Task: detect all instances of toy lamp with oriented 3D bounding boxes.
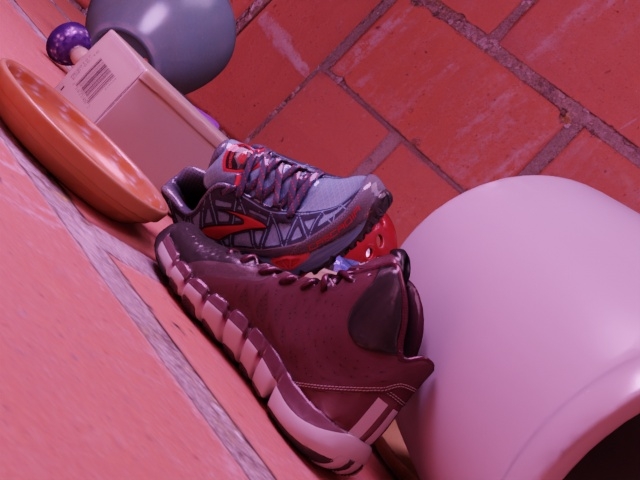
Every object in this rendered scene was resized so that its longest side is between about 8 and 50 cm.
[{"bbox_3d":[-0.293,-0.213,1.346,0.275,0.080,0.080,47,3,30],"label":"toy lamp"}]

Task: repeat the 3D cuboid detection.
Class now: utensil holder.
[{"bbox_3d":[0.226,0.146,0.778,0.327,0.327,0.385,44,7,-22],"label":"utensil holder"}]

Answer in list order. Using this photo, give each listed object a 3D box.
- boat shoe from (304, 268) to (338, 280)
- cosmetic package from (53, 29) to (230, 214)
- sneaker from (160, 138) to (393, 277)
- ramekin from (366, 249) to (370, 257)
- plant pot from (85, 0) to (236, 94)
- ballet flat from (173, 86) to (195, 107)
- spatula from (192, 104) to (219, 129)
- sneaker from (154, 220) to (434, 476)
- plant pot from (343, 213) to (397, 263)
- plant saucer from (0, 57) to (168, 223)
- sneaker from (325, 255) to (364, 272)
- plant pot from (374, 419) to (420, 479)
[{"bbox_3d":[0.069,0.083,1.064,0.302,0.113,0.103,11,54,-54],"label":"boat shoe"},{"bbox_3d":[-0.168,-0.100,1.175,0.309,0.113,0.160,42,4,-40],"label":"cosmetic package"},{"bbox_3d":[-0.056,-0.034,0.884,0.262,0.104,0.125,-9,-59,40],"label":"sneaker"},{"bbox_3d":[0.080,0.091,1.805,0.277,0.135,0.277,44,2,-2],"label":"ramekin"},{"bbox_3d":[-0.331,-0.382,1.807,0.290,0.290,0.195,44,39,-12],"label":"plant pot"},{"bbox_3d":[-0.243,-0.186,1.631,0.280,0.095,0.096,46,18,26],"label":"ballet flat"},{"bbox_3d":[-0.215,-0.164,1.500,0.084,0.030,0.296,34,16,-11],"label":"spatula"},{"bbox_3d":[-0.009,0.044,0.788,0.281,0.162,0.106,47,3,30],"label":"sneaker"},{"bbox_3d":[0.000,0.000,1.482,0.191,0.191,0.174,47,11,35],"label":"plant pot"},{"bbox_3d":[-0.222,-0.083,0.864,0.200,0.037,0.200,45,2,-2],"label":"plant saucer"},{"bbox_3d":[0.100,0.057,1.259,0.330,0.147,0.130,22,19,-51],"label":"sneaker"},{"bbox_3d":[0.137,0.225,1.006,0.236,0.032,0.236,29,21,-13],"label":"plant pot"}]
